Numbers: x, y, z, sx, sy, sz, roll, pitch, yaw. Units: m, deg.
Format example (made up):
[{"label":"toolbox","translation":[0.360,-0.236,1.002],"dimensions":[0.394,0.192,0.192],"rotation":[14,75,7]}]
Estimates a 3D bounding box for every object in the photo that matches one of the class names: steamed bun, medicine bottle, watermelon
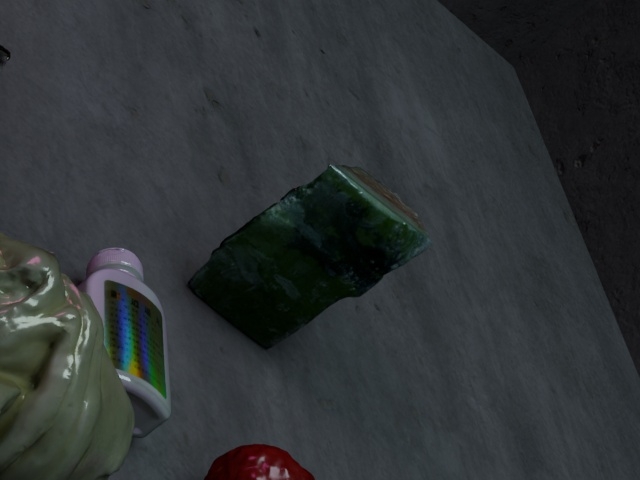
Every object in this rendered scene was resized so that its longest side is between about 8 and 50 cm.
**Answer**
[{"label":"steamed bun","translation":[-0.316,0.106,1.224],"dimensions":[0.320,0.275,0.206],"rotation":[21,47,13]},{"label":"medicine bottle","translation":[-0.218,0.101,1.647],"dimensions":[0.115,0.078,0.219],"rotation":[34,29,-32]},{"label":"watermelon","translation":[0.006,0.013,1.969],"dimensions":[0.151,0.264,0.302],"rotation":[55,20,4]}]

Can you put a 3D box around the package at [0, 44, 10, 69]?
[{"label":"package","translation":[-0.501,-0.212,1.529],"dimensions":[0.311,0.221,0.165],"rotation":[45,64,-20]}]

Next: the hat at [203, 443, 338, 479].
[{"label":"hat","translation":[0.014,0.345,1.609],"dimensions":[0.332,0.242,0.274],"rotation":[29,-1,4]}]
